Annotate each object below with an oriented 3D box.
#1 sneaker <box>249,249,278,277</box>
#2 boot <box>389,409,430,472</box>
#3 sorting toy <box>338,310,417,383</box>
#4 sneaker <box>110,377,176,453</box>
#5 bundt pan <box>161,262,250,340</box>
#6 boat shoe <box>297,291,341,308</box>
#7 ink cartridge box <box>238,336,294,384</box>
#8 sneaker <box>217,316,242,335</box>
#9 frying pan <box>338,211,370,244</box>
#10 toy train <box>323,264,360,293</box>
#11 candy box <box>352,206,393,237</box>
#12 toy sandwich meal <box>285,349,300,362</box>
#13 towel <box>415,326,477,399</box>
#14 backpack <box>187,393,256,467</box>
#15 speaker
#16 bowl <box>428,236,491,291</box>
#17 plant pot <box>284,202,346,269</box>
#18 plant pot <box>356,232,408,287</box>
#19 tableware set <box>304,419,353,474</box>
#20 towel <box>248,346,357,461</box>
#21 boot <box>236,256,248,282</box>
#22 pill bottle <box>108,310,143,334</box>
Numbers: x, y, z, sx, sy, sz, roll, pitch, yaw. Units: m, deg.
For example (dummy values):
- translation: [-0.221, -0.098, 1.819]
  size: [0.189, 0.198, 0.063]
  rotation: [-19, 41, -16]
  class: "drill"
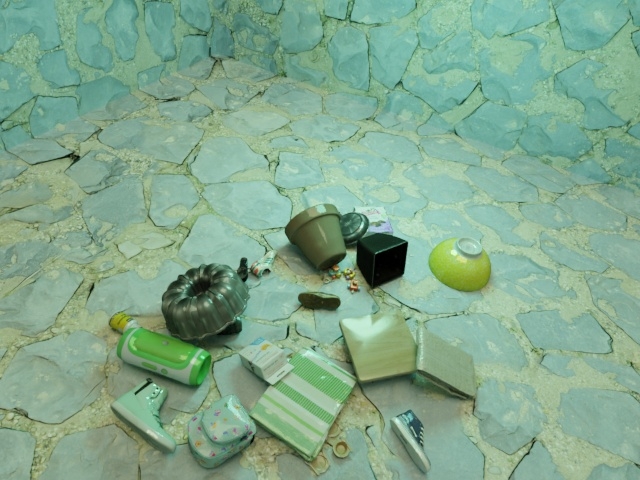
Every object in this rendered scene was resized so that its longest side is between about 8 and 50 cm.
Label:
- translation: [-0.232, 0.105, 1.868]
  size: [0.075, 0.057, 0.161]
  rotation: [44, 50, 10]
  class: "sneaker"
- translation: [0.314, 0.641, 1.379]
  size: [0.086, 0.069, 0.190]
  rotation: [-19, 48, -22]
  class: "boot"
- translation: [0.220, 0.407, 1.594]
  size: [0.257, 0.089, 0.255]
  rotation: [-6, 46, -16]
  class: "sorting toy"
- translation: [-0.512, 0.537, 1.334]
  size: [0.256, 0.094, 0.151]
  rotation: [29, 44, 18]
  class: "sneaker"
- translation: [-0.434, 0.200, 1.562]
  size: [0.330, 0.124, 0.331]
  rotation: [-11, 34, 8]
  class: "bundt pan"
- translation: [-0.006, 0.242, 1.756]
  size: [0.178, 0.064, 0.060]
  rotation: [7, 13, -4]
  class: "boat shoe"
- translation: [-0.190, 0.415, 1.483]
  size: [0.104, 0.062, 0.181]
  rotation: [-33, 30, -34]
  class: "ink cartridge box"
- translation: [-0.398, 0.269, 1.635]
  size: [0.130, 0.087, 0.227]
  rotation: [-11, 52, -29]
  class: "sneaker"
- translation: [0.134, -0.112, 2.092]
  size: [0.197, 0.053, 0.326]
  rotation: [-21, 47, 13]
  class: "frying pan"
- translation: [0.102, 0.160, 1.862]
  size: [0.166, 0.046, 0.125]
  rotation: [15, 43, 6]
  class: "toy train"
- translation: [0.256, -0.083, 2.122]
  size: [0.164, 0.070, 0.196]
  rotation: [-1, 45, -10]
  class: "candy box"
- translation: [-0.092, 0.438, 1.552]
  size: [0.085, 0.029, 0.086]
  rotation: [5, 44, -5]
  class: "toy sandwich meal"
- translation: [0.454, 0.449, 1.547]
  size: [0.282, 0.049, 0.187]
  rotation: [32, 41, -16]
  class: "towel"
- translation: [-0.307, 0.577, 1.293]
  size: [0.188, 0.144, 0.166]
  rotation: [-26, 58, -29]
  class: "backpack"
- translation: [-0.532, 0.394, 1.456]
  size: [0.296, 0.131, 0.131]
  rotation: [16, 44, 7]
  class: "speaker"
- translation: [0.663, 0.076, 1.965]
  size: [0.289, 0.156, 0.289]
  rotation: [5, 43, -5]
  class: "bowl"
- translation: [0.000, 0.000, 1.894]
  size: [0.263, 0.263, 0.229]
  rotation: [-16, 67, -24]
  class: "plant pot"
- translation: [0.258, 0.068, 1.897]
  size: [0.187, 0.188, 0.167]
  rotation: [-20, 39, -27]
  class: "plant pot"
- translation: [0.015, 0.648, 1.359]
  size: [0.168, 0.020, 0.141]
  rotation: [-18, 49, -25]
  class: "tableware set"
- translation: [-0.046, 0.526, 1.427]
  size: [0.248, 0.038, 0.325]
  rotation: [30, 46, 14]
  class: "towel"
- translation: [-0.323, 0.140, 1.773]
  size: [0.045, 0.099, 0.121]
  rotation: [5, 45, -6]
  class: "boot"
- translation: [-0.710, 0.310, 1.557]
  size: [0.116, 0.065, 0.065]
  rotation: [25, 46, 15]
  class: "pill bottle"
